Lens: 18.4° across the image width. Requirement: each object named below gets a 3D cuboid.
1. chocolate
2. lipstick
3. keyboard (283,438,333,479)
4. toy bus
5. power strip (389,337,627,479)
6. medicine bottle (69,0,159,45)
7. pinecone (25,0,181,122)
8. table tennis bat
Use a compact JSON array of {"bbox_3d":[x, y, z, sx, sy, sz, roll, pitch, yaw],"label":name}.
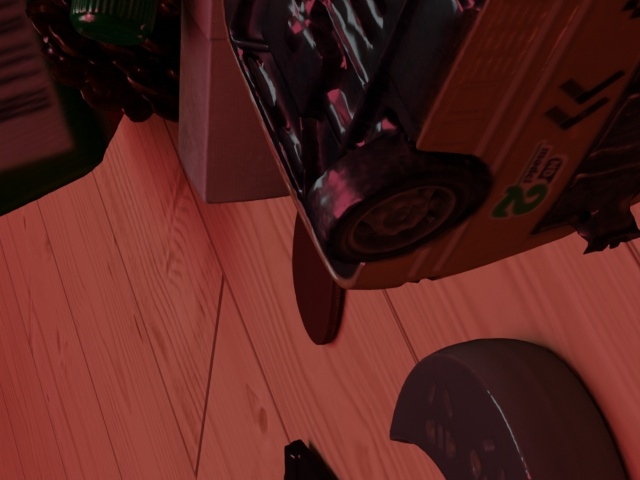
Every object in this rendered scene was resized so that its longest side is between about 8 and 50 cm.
[{"bbox_3d":[-0.272,-0.221,1.566,0.341,0.161,0.360,-84,-21,-71],"label":"chocolate"},{"bbox_3d":[-0.040,-0.201,1.238,0.076,0.080,0.371,-121,29,-52],"label":"lipstick"},{"bbox_3d":[-0.004,0.297,1.407,0.101,0.018,0.309,-137,43,-61],"label":"keyboard"},{"bbox_3d":[0.087,-0.141,0.677,0.177,0.202,0.365,67,154,26],"label":"toy bus"},{"bbox_3d":[0.102,0.153,0.969,0.167,0.054,0.253,103,154,-49],"label":"power strip"},{"bbox_3d":[-0.112,-0.278,1.281,0.111,0.076,0.308,29,-111,-63],"label":"medicine bottle"},{"bbox_3d":[-0.117,-0.167,1.389,0.173,0.174,0.173,173,90,-72],"label":"pinecone"},{"bbox_3d":[0.000,0.000,1.297,0.087,0.013,0.156,-113,22,-46],"label":"table tennis bat"}]
